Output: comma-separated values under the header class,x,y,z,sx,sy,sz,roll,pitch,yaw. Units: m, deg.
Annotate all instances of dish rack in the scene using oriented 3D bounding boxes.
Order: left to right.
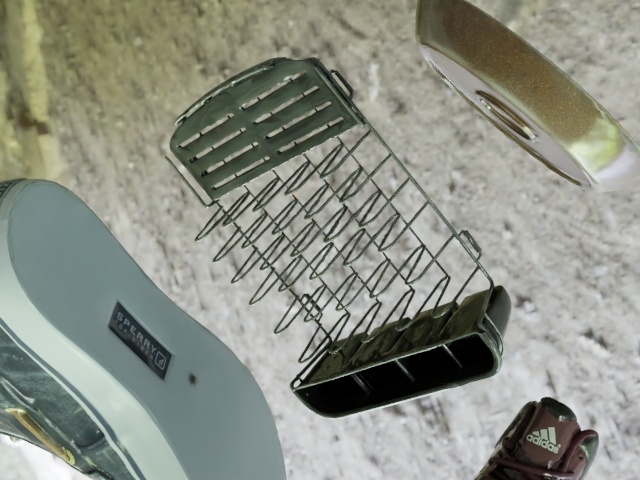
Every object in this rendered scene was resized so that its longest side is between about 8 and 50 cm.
class,x,y,z,sx,sy,sz,roll,pitch,yaw
dish rack,0.000,0.000,0.861,0.208,0.074,0.271,-25,110,44

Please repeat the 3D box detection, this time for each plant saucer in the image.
class,x,y,z,sx,sy,sz,roll,pitch,yaw
plant saucer,0.113,-0.079,0.652,0.168,0.029,0.168,39,-177,-2

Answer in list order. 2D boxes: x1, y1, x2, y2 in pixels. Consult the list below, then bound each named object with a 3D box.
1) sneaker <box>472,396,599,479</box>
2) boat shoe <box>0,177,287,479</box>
class,x,y,z,sx,sy,sz,roll,pitch,yaw
sneaker,0.132,0.195,0.875,0.106,0.281,0.162,31,104,19
boat shoe,-0.085,0.054,0.416,0.183,0.083,0.065,57,-146,-33
